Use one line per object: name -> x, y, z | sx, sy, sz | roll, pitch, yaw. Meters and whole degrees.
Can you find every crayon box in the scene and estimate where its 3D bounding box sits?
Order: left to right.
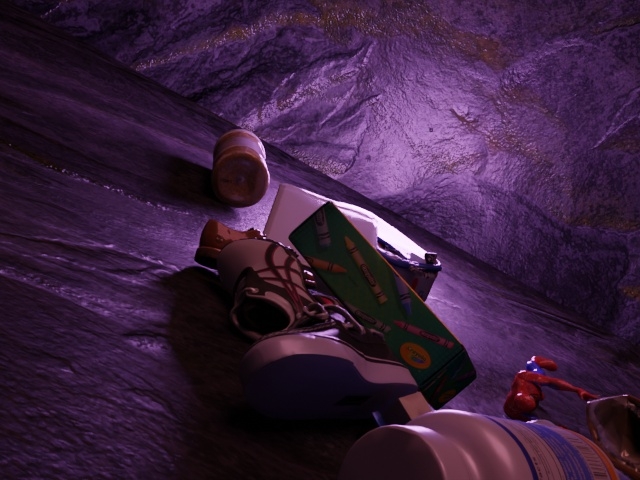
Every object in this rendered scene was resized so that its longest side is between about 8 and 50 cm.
crayon box -> 0.085, 0.090, 1.279 | 0.278, 0.081, 0.165 | 49, -2, 24

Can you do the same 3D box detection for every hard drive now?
hard drive -> 0.000, 0.000, 1.665 | 0.203, 0.040, 0.307 | 20, 24, -4

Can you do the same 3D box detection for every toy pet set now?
toy pet set -> 0.099, 0.230, 1.025 | 0.122, 0.065, 0.114 | -6, 56, -45

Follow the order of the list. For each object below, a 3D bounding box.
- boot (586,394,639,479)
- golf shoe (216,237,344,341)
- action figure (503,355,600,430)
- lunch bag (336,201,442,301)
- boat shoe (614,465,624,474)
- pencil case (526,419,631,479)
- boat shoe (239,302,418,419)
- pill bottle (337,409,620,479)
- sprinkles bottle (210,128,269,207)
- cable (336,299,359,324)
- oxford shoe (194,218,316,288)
boot -> 0.376, 0.234, 1.006 | 0.269, 0.089, 0.236 | 35, 1, -26
golf shoe -> -0.070, 0.069, 1.213 | 0.120, 0.105, 0.273 | 10, 19, -44
action figure -> 0.373, 0.254, 1.518 | 0.139, 0.092, 0.280 | 22, 7, 20
lunch bag -> 0.089, 0.018, 1.903 | 0.303, 0.115, 0.243 | 34, 13, 33
boat shoe -> 0.342, 0.302, 1.169 | 0.257, 0.095, 0.095 | 27, 10, -10
pencil case -> 0.292, 0.303, 0.980 | 0.124, 0.114, 0.273 | -18, 36, -26
boat shoe -> 0.005, 0.122, 1.019 | 0.306, 0.113, 0.105 | 16, 41, -54
pill bottle -> 0.140, 0.228, 0.821 | 0.272, 0.152, 0.152 | 18, 14, -46
sprinkles bottle -> -0.176, -0.163, 2.054 | 0.121, 0.121, 0.355 | 27, 10, -11
cable -> 0.025, 0.092, 1.441 | 0.287, 0.072, 0.139 | 24, 8, -25
oxford shoe -> -0.086, 0.024, 1.412 | 0.212, 0.076, 0.076 | 24, -24, -36
